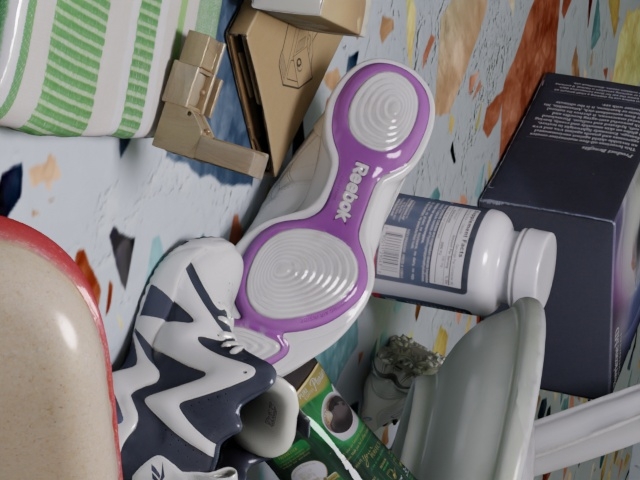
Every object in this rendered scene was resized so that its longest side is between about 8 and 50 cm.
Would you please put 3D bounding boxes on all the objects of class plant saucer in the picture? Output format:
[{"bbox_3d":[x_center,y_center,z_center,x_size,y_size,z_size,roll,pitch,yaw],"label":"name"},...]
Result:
[{"bbox_3d":[0.110,0.236,1.779,0.400,0.100,0.400,15,90,-89],"label":"plant saucer"}]

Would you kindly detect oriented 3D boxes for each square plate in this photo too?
[{"bbox_3d":[0.332,0.244,2.440,0.344,0.347,0.049,21,49,-72],"label":"square plate"}]

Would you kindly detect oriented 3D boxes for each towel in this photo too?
[{"bbox_3d":[-0.130,-0.188,1.243,0.325,0.038,0.248,-12,112,-72],"label":"towel"}]

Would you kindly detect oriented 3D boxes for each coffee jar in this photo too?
[{"bbox_3d":[-0.001,0.174,1.613,0.184,0.079,0.096,51,30,-6],"label":"coffee jar"}]

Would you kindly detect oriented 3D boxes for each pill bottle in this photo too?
[{"bbox_3d":[0.135,0.017,1.901,0.108,0.180,0.108,11,90,-72],"label":"pill bottle"}]

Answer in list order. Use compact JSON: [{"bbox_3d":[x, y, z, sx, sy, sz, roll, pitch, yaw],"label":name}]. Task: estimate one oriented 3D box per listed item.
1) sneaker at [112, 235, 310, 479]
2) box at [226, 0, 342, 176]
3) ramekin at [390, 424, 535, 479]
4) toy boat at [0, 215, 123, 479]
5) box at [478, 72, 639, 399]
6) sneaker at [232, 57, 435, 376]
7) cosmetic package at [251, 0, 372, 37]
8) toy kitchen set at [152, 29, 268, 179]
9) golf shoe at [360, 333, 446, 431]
[{"bbox_3d":[-0.065,0.096,1.393,0.235,0.153,0.094,-57,153,-48],"label":"sneaker"},{"bbox_3d":[-0.021,-0.179,1.587,0.164,0.021,0.201,78,28,-49],"label":"box"},{"bbox_3d":[0.149,0.310,2.184,0.273,0.127,0.273,10,90,-71],"label":"ramekin"},{"bbox_3d":[-0.193,0.083,1.086,0.151,0.151,0.231,-107,-167,-57],"label":"toy boat"},{"bbox_3d":[0.329,-0.005,2.466,0.294,0.183,0.296,-58,151,-45],"label":"box"},{"bbox_3d":[0.000,0.000,1.596,0.305,0.114,0.152,-58,180,-21],"label":"sneaker"},{"bbox_3d":[-0.005,-0.188,1.500,0.115,0.060,0.041,8,92,-70],"label":"cosmetic package"},{"bbox_3d":[-0.062,-0.091,1.334,0.068,0.075,0.083,17,91,-75],"label":"toy kitchen set"},{"bbox_3d":[0.081,0.152,2.030,0.086,0.069,0.176,-63,162,15],"label":"golf shoe"}]
